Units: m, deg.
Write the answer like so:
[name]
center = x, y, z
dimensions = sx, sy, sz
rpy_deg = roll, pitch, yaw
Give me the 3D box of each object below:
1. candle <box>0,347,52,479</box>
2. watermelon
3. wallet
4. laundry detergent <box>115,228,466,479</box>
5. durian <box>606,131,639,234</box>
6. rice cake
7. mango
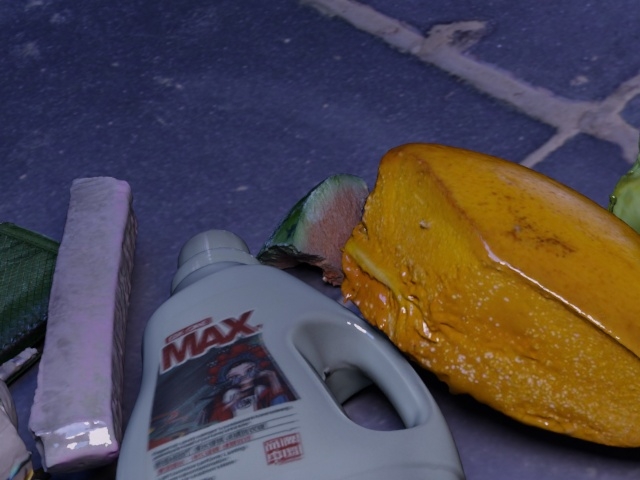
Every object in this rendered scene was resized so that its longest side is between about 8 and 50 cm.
[candle]
center = -0.323, 0.176, 1.508
dimensions = 0.187, 0.187, 0.330
rpy_deg = 16, 49, 34
[watermelon]
center = -0.005, -0.010, 1.715
dimensions = 0.101, 0.080, 0.155
rpy_deg = -32, 26, 43
[wallet]
center = -0.318, 0.077, 1.719
dimensions = 0.160, 0.055, 0.236
rpy_deg = 24, 50, 34
[laundry detergent]
center = -0.043, 0.126, 1.511
dimensions = 0.264, 0.125, 0.398
rpy_deg = -18, 37, 2
[durian]
center = 0.358, -0.069, 1.528
dimensions = 0.255, 0.204, 0.340
rpy_deg = -6, 38, 32
[rice cake]
center = -0.198, 0.068, 1.616
dimensions = 0.072, 0.056, 0.365
rpy_deg = -9, 37, 4
[mango]
center = 0.165, 0.042, 1.475
dimensions = 0.350, 0.201, 0.199
rpy_deg = 28, 67, 31
